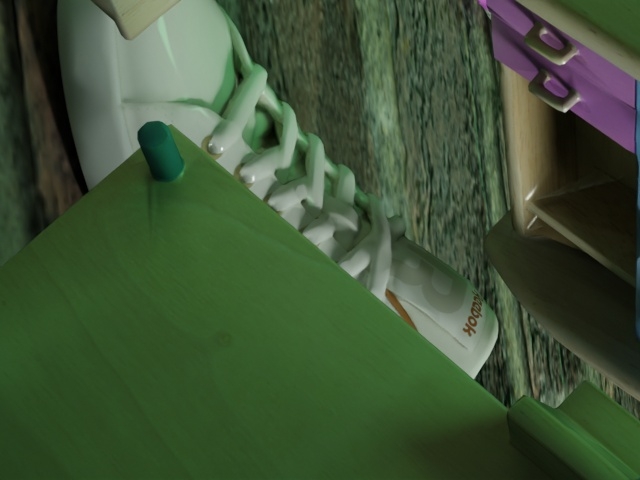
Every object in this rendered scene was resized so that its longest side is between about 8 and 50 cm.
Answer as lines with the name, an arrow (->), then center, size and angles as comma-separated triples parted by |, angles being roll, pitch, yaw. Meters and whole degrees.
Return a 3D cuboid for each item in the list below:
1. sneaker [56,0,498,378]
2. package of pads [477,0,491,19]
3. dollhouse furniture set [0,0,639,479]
sneaker -> 0.000, 0.000, 0.694 | 0.106, 0.123, 0.290 | -67, 141, -50
package of pads -> 0.102, -0.291, 1.094 | 0.296, 0.101, 0.229 | 37, 48, -61
dollhouse furniture set -> -0.010, 0.037, 0.562 | 0.303, 0.286, 0.198 | -44, 153, -16
